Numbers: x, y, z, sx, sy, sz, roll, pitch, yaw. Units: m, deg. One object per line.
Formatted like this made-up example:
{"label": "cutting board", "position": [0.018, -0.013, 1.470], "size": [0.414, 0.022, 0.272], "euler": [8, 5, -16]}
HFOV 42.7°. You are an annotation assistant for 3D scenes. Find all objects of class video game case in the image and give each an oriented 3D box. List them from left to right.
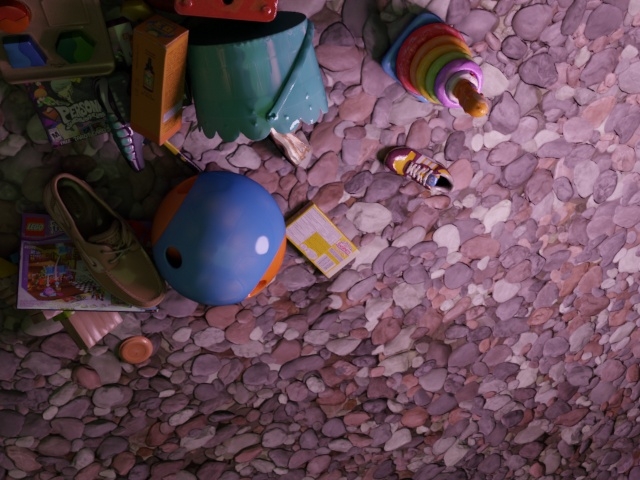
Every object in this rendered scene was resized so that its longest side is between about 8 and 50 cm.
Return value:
{"label": "video game case", "position": [-0.454, -0.308, 1.609], "size": [0.232, 0.042, 0.210], "euler": [-18, 127, -8]}

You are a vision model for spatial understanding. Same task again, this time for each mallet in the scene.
{"label": "mallet", "position": [-0.304, -0.198, 1.746], "size": [0.062, 0.039, 0.189], "euler": [-44, 130, 16]}

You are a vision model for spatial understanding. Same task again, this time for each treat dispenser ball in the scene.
{"label": "treat dispenser ball", "position": [-0.216, -0.005, 1.745], "size": [0.288, 0.288, 0.288], "euler": [-9, 125, -14]}

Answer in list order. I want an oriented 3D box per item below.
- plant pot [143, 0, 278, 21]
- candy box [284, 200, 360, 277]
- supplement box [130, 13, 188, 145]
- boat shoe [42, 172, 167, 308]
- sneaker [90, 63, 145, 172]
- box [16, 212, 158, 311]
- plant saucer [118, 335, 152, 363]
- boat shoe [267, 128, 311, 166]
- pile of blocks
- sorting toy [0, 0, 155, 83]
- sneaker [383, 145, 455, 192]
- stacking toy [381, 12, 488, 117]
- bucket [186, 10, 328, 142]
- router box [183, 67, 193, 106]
{"label": "plant pot", "position": [-0.182, -0.517, 1.446], "size": [0.267, 0.236, 0.267], "euler": [0, 122, -19]}
{"label": "candy box", "position": [0.000, 0.000, 1.989], "size": [0.105, 0.027, 0.206], "euler": [-40, 127, 6]}
{"label": "supplement box", "position": [-0.297, -0.292, 1.504], "size": [0.078, 0.080, 0.233], "euler": [30, 141, 12]}
{"label": "boat shoe", "position": [-0.444, 0.006, 1.694], "size": [0.121, 0.110, 0.341], "euler": [-46, 102, -21]}
{"label": "sneaker", "position": [-0.367, -0.236, 1.618], "size": [0.098, 0.083, 0.224], "euler": [-28, 135, -14]}
{"label": "box", "position": [-0.495, 0.052, 1.761], "size": [0.293, 0.057, 0.201], "euler": [4, 82, -22]}
{"label": "plant saucer", "position": [-0.455, 0.271, 2.018], "size": [0.083, 0.013, 0.084], "euler": [-9, 126, -13]}
{"label": "boat shoe", "position": [-0.084, -0.244, 1.780], "size": [0.072, 0.068, 0.190], "euler": [-44, 136, -3]}
{"label": "pile of blocks", "position": [-0.619, 0.113, 1.814], "size": [0.362, 0.149, 0.112], "euler": [37, 148, -25]}
{"label": "sorting toy", "position": [-0.440, -0.378, 1.448], "size": [0.307, 0.041, 0.229], "euler": [-7, 143, -5]}
{"label": "sneaker", "position": [0.238, -0.164, 1.928], "size": [0.185, 0.084, 0.070], "euler": [13, 117, -27]}
{"label": "stacking toy", "position": [0.269, -0.334, 1.688], "size": [0.175, 0.302, 0.166], "euler": [31, 108, -32]}
{"label": "bucket", "position": [-0.126, -0.323, 1.579], "size": [0.281, 0.281, 0.183], "euler": [-15, 118, -10]}
{"label": "router box", "position": [-0.283, -0.328, 1.607], "size": [0.038, 0.122, 0.092], "euler": [-13, 126, -3]}
